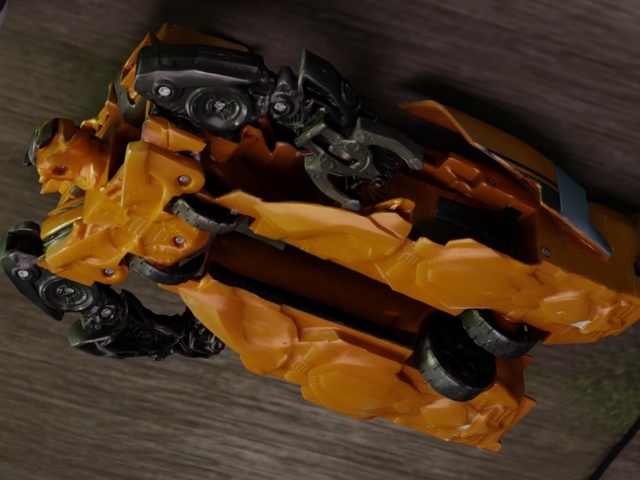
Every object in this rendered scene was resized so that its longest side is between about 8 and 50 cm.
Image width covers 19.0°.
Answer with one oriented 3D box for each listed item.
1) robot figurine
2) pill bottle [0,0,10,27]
[{"bbox_3d":[0.000,0.000,0.883,0.291,0.085,0.211,23,134,-23],"label":"robot figurine"},{"bbox_3d":[-0.176,-0.136,0.715,0.117,0.117,0.215,4,138,-1],"label":"pill bottle"}]
